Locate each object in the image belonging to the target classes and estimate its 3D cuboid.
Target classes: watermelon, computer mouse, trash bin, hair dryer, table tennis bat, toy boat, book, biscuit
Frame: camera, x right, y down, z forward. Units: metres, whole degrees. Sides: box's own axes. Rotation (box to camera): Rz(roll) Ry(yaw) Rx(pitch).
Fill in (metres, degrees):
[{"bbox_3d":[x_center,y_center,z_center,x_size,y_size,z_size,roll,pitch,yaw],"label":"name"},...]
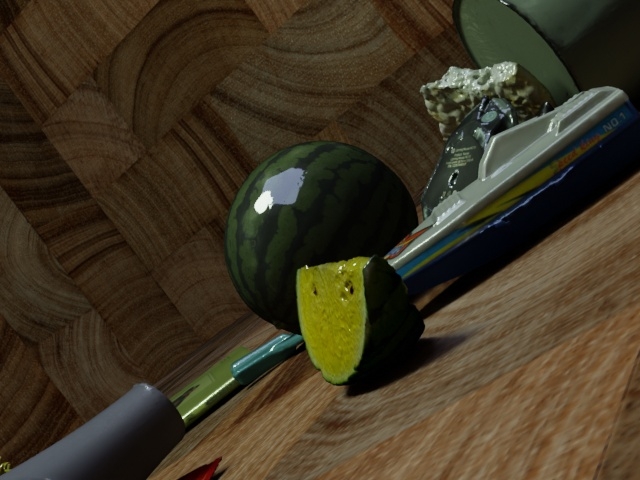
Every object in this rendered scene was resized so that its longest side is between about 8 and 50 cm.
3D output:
[{"bbox_3d":[0.020,0.069,0.758,0.075,0.092,0.181,-51,13,-14],"label":"watermelon"},{"bbox_3d":[0.183,-0.075,1.167,0.106,0.062,0.192,3,68,60],"label":"computer mouse"},{"bbox_3d":[0.403,-0.345,1.239,0.432,0.280,0.280,-41,2,-6],"label":"trash bin"},{"bbox_3d":[-0.148,0.199,0.681,0.361,0.121,0.301,-19,17,48],"label":"hair dryer"},{"bbox_3d":[-0.028,0.124,1.289,0.201,0.033,0.124,-32,0,1],"label":"table tennis bat"},{"bbox_3d":[0.142,-0.030,0.863,0.295,0.088,0.129,-36,1,8],"label":"toy boat"},{"bbox_3d":[0.000,0.000,1.060,0.212,0.212,0.212,-37,1,1],"label":"watermelon"},{"bbox_3d":[-0.233,0.272,1.412,0.352,0.035,0.239,-37,3,-9],"label":"book"},{"bbox_3d":[0.215,-0.156,1.264,0.040,0.188,0.265,-59,-2,-19],"label":"biscuit"}]

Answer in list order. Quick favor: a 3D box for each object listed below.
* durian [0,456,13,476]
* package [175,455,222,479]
[{"bbox_3d":[-0.403,0.354,1.140,0.193,0.138,0.237,127,152,-67],"label":"durian"},{"bbox_3d":[-0.169,0.247,0.847,0.200,0.022,0.083,-35,2,24],"label":"package"}]
